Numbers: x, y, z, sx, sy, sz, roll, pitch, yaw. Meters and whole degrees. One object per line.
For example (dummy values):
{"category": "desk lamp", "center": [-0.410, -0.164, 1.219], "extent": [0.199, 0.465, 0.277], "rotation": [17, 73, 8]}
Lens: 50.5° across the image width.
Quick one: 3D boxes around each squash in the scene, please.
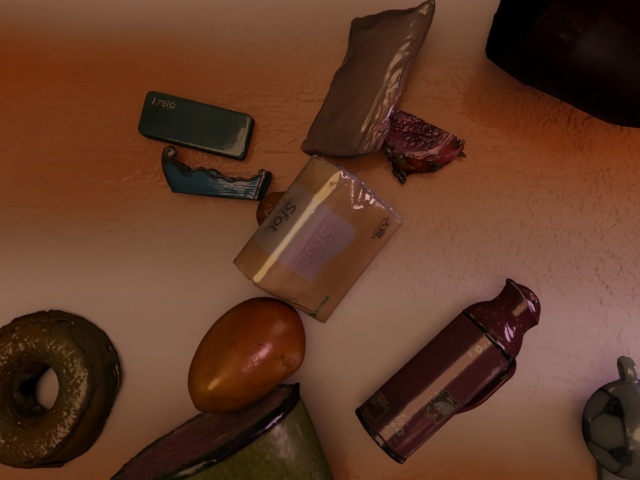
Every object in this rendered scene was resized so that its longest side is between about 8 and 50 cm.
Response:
{"category": "squash", "center": [-0.109, 0.413, 0.991], "extent": [0.310, 0.310, 0.308], "rotation": [-24, 91, 4]}

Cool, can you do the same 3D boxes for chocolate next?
{"category": "chocolate", "center": [0.453, -0.343, 0.935], "extent": [0.332, 0.383, 0.383], "rotation": [24, 91, -1]}

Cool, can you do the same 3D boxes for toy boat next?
{"category": "toy boat", "center": [-0.173, -0.110, 1.113], "extent": [0.186, 0.075, 0.077], "rotation": [6, 92, 10]}

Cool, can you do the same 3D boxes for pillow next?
{"category": "pillow", "center": [0.072, -0.253, 1.075], "extent": [0.173, 0.067, 0.270], "rotation": [20, 88, 49]}

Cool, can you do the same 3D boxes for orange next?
{"category": "orange", "center": [-0.064, -0.041, 1.102], "extent": [0.085, 0.085, 0.084], "rotation": [0, 89, 5]}

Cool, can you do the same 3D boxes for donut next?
{"category": "donut", "center": [-0.467, 0.248, 1.117], "extent": [0.272, 0.107, 0.271], "rotation": [0, 87, 3]}

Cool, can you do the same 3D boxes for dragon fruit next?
{"category": "dragon fruit", "center": [0.149, -0.140, 1.077], "extent": [0.147, 0.102, 0.096], "rotation": [27, 84, 14]}

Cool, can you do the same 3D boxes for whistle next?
{"category": "whistle", "center": [0.474, 0.316, 1.010], "extent": [0.164, 0.163, 0.289], "rotation": [-8, 88, 5]}

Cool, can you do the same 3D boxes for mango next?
{"category": "mango", "center": [-0.116, 0.171, 1.011], "extent": [0.187, 0.257, 0.138], "rotation": [-37, 86, 4]}

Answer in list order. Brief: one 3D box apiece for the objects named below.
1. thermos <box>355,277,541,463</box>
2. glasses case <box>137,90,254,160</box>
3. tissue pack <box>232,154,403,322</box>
{"category": "thermos", "center": [0.220, 0.204, 1.056], "extent": [0.330, 0.109, 0.136], "rotation": [-44, 85, 2]}
{"category": "glasses case", "center": [-0.207, -0.191, 1.135], "extent": [0.184, 0.039, 0.077], "rotation": [14, 90, 5]}
{"category": "tissue pack", "center": [0.000, 0.000, 1.053], "extent": [0.222, 0.090, 0.186], "rotation": [-50, 129, 3]}
